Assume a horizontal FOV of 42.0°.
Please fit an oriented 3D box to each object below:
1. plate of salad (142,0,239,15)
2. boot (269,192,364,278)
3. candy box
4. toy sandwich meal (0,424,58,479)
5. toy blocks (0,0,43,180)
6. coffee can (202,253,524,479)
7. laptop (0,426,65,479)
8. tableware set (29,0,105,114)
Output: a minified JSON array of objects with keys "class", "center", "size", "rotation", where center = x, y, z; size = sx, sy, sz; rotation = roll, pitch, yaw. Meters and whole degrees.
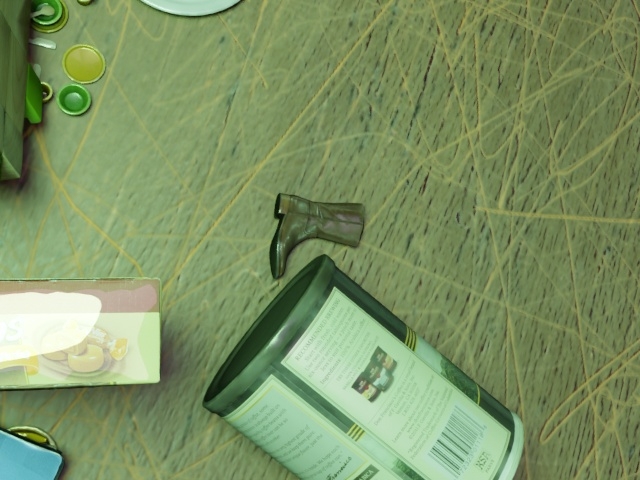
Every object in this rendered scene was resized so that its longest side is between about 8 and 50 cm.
[{"class":"plate of salad","center":[-0.161,-0.366,0.993],"size":[0.200,0.048,0.199],"rotation":[2,81,-15]},{"class":"boot","center":[0.000,0.000,0.988],"size":[0.114,0.037,0.106],"rotation":[9,81,-18]},{"class":"candy box","center":[-0.245,0.091,0.758],"size":[0.183,0.316,0.087],"rotation":[0,82,-14]},{"class":"toy sandwich meal","center":[-0.315,0.231,0.867],"size":[0.086,0.029,0.085],"rotation":[2,81,-15]},{"class":"toy blocks","center":[-0.434,-0.195,0.824],"size":[0.261,0.190,0.381],"rotation":[-6,65,0]},{"class":"coffee can","center":[0.044,0.178,0.882],"size":[0.275,0.201,0.201],"rotation":[40,74,-6]},{"class":"laptop","center":[-0.491,0.327,0.697],"size":[0.382,0.408,0.236],"rotation":[25,118,-10]},{"class":"tableware set","center":[-0.294,-0.222,0.947],"size":[0.104,0.024,0.154],"rotation":[14,78,-13]}]
